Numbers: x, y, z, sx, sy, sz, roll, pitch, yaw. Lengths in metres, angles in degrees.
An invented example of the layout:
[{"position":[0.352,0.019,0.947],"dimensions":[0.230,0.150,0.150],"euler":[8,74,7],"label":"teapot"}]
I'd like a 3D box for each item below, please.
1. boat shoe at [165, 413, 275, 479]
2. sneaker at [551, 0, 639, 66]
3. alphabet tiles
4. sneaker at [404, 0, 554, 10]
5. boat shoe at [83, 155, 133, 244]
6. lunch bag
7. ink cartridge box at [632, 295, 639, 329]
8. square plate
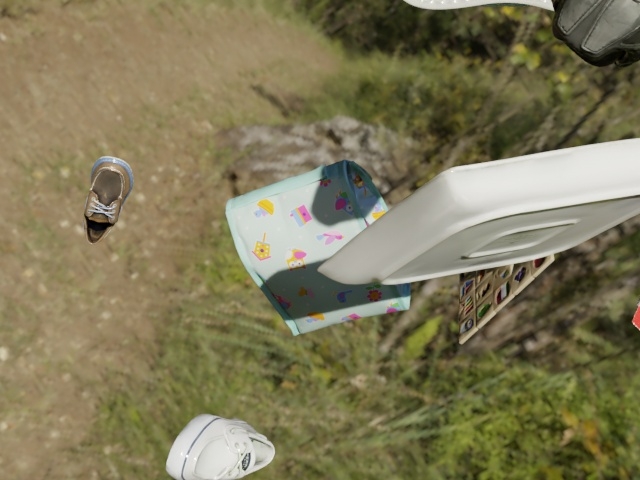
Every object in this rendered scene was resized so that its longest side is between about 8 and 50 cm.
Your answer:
[{"position":[-0.118,0.266,1.406],"dimensions":[0.076,0.083,0.226],"euler":[19,6,17],"label":"boat shoe"},{"position":[0.260,-0.216,0.916],"dimensions":[0.097,0.135,0.276],"euler":[40,33,7],"label":"sneaker"},{"position":[0.258,0.008,1.561],"dimensions":[0.009,0.198,0.237],"euler":[29,38,-16],"label":"alphabet tiles"},{"position":[0.265,-0.364,1.416],"dimensions":[0.150,0.366,0.135],"euler":[-92,-175,-68],"label":"sneaker"},{"position":[-0.335,-0.057,1.726],"dimensions":[0.066,0.183,0.066],"euler":[13,53,-8],"label":"boat shoe"},{"position":[0.000,0.000,1.735],"dimensions":[0.262,0.223,0.160],"euler":[59,27,-31],"label":"lunch bag"},{"position":[0.485,0.120,1.392],"dimensions":[0.181,0.056,0.224],"euler":[44,21,8],"label":"ink cartridge box"},{"position":[0.211,-0.022,1.181],"dimensions":[0.344,0.347,0.049],"euler":[139,-61,-63],"label":"square plate"}]
